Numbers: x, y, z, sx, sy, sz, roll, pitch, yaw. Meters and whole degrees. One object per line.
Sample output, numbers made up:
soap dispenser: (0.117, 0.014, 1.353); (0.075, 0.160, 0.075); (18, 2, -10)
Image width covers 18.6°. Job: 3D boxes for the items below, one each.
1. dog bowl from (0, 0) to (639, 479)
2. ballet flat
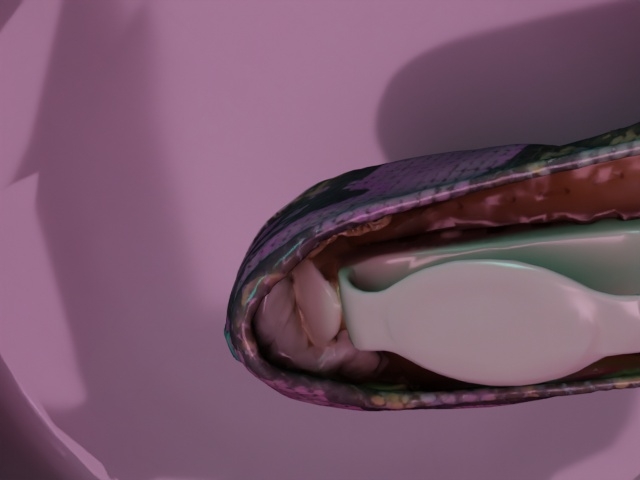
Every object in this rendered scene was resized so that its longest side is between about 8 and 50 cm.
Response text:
dog bowl: (0.000, 0.000, 0.531); (0.349, 0.102, 0.348); (3, 105, 10)
ballet flat: (0.084, 0.004, 0.421); (0.221, 0.079, 0.077); (-11, 104, 13)
